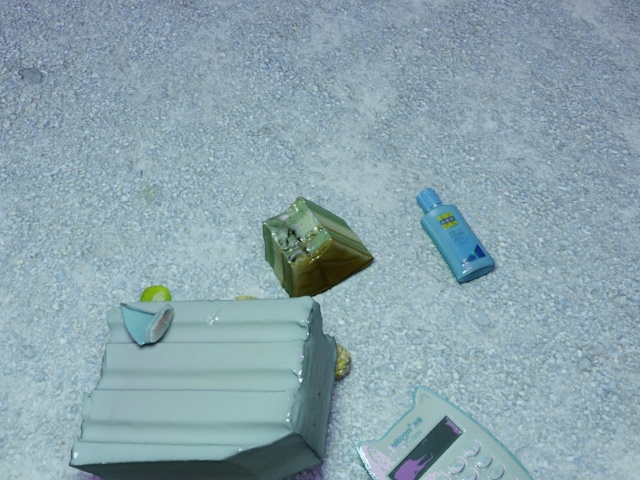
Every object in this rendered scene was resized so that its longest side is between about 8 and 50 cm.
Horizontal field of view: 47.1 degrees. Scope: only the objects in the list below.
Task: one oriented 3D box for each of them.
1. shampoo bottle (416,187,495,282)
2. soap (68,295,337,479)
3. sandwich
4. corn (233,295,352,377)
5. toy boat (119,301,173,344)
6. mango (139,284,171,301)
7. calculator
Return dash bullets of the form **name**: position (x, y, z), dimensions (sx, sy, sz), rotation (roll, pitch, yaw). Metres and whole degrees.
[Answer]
- **shampoo bottle**: position (0.313, -0.020, 1.779), dimensions (0.104, 0.061, 0.258), rotation (-20, 58, -15)
- **soap**: position (-0.207, 0.298, 1.413), dimensions (0.436, 0.212, 0.350), rotation (-5, 50, 14)
- **sandwich**: position (0.000, 0.000, 1.679), dimensions (0.228, 0.198, 0.155), rotation (-26, 60, -16)
- **corn**: position (-0.068, 0.213, 1.598), dimensions (0.292, 0.101, 0.101), rotation (24, 59, 11)
- **toy boat**: position (-0.349, 0.156, 1.420), dimensions (0.122, 0.034, 0.096), rotation (7, 54, 32)
- **mango**: position (-0.375, 0.151, 1.658), dimensions (0.074, 0.056, 0.108), rotation (1, 59, 6)
- **calculator**: position (0.271, 0.485, 1.445), dimensions (0.256, 0.054, 0.386), rotation (-39, 66, -24)
